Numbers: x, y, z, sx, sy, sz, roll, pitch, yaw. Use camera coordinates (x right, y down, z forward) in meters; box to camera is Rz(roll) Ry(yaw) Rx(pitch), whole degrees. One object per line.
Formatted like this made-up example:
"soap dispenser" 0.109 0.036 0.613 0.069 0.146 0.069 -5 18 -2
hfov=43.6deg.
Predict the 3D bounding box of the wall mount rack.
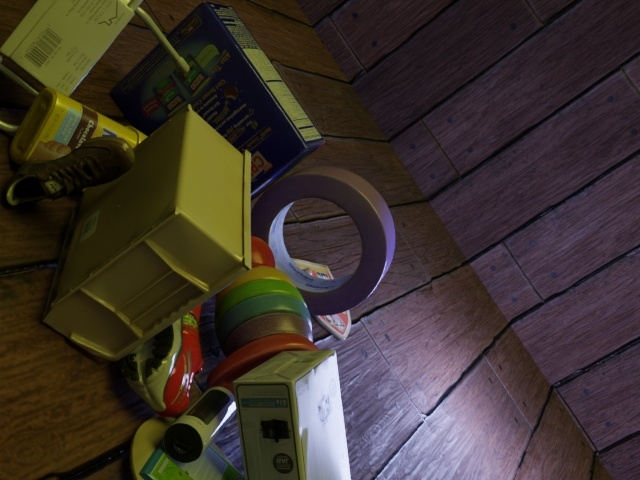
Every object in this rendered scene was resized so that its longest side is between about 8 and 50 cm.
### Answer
"wall mount rack" -0.363 -0.288 1.247 0.304 0.350 0.130 40 -9 -28

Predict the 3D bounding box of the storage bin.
"storage bin" -0.229 -0.011 1.076 0.123 0.260 0.262 42 24 -32

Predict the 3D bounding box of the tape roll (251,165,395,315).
"tape roll" 0.000 0.000 1.520 0.275 0.275 0.090 54 22 -2

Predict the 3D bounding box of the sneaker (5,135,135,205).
"sneaker" -0.337 -0.083 1.075 0.071 0.188 0.066 -77 146 -53

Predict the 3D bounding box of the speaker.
"speaker" -0.157 0.241 1.055 0.055 0.055 0.136 54 16 0

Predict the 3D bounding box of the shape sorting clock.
"shape sorting clock" -0.164 0.316 1.024 0.206 0.040 0.206 40 16 -14

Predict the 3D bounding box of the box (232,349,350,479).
"box" -0.029 0.309 1.088 0.169 0.087 0.290 -21 105 -68

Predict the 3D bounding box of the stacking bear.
"stacking bear" -0.108 0.110 1.310 0.175 0.164 0.289 33 25 -43

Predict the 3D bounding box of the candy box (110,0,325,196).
"candy box" -0.189 -0.228 1.475 0.317 0.268 0.122 56 25 2

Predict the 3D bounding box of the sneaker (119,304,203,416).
"sneaker" -0.214 0.141 1.145 0.279 0.107 0.118 -85 155 -57

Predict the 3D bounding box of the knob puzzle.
"knob puzzle" 0.015 0.123 1.705 0.213 0.030 0.213 44 23 -25

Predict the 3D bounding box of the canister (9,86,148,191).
"canister" -0.357 -0.138 1.191 0.170 0.126 0.073 26 5 -47
